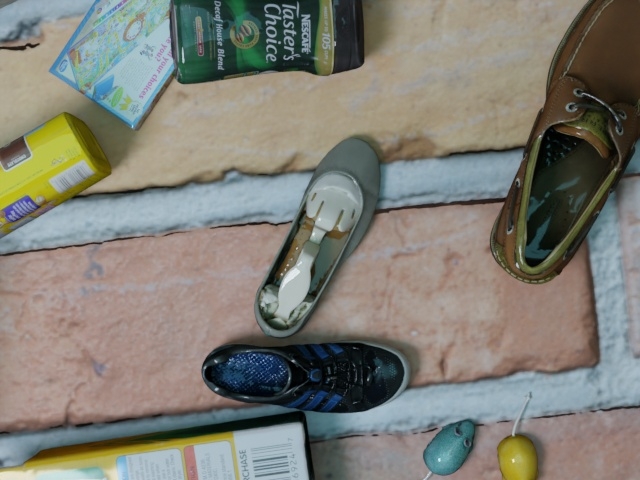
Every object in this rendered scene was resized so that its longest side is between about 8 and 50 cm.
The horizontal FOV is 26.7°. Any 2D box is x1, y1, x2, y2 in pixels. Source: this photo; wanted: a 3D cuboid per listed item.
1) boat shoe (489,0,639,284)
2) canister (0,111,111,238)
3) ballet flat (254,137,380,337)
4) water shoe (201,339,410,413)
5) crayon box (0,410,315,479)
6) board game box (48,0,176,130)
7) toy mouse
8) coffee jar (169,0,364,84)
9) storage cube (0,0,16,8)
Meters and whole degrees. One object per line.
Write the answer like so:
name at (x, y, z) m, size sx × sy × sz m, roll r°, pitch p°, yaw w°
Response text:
boat shoe at (0.256, -0.101, 1.274) m, size 0.111 × 0.104 × 0.307 m, roll 19°, pitch 91°, yaw 2°
canister at (-0.293, -0.051, 1.287) m, size 0.170 × 0.126 × 0.073 m, roll -30°, pitch 89°, yaw 0°
ballet flat at (0.000, 0.000, 1.303) m, size 0.072 × 0.068 × 0.213 m, roll 26°, pitch 91°, yaw 1°
water shoe at (-0.014, 0.136, 1.299) m, size 0.203 × 0.080 × 0.072 m, roll -1°, pitch 91°, yaw 2°
crayon box at (-0.160, 0.291, 1.305) m, size 0.323 × 0.083 × 0.203 m, roll -8°, pitch 91°, yaw 1°
board game box at (-0.182, -0.200, 1.328) m, size 0.103 × 0.026 × 0.154 m, roll 35°, pitch 92°, yaw 1°
toy mouse at (0.144, 0.237, 1.319) m, size 0.143 × 0.031 × 0.161 m, roll -6°, pitch 91°, yaw 2°
coffee jar at (-0.050, -0.201, 1.283) m, size 0.184 × 0.079 × 0.096 m, roll -5°, pitch 98°, yaw -9°
storage cube at (-0.374, -0.297, 1.247) m, size 0.184 × 0.215 × 0.193 m, roll -24°, pitch 96°, yaw 2°
